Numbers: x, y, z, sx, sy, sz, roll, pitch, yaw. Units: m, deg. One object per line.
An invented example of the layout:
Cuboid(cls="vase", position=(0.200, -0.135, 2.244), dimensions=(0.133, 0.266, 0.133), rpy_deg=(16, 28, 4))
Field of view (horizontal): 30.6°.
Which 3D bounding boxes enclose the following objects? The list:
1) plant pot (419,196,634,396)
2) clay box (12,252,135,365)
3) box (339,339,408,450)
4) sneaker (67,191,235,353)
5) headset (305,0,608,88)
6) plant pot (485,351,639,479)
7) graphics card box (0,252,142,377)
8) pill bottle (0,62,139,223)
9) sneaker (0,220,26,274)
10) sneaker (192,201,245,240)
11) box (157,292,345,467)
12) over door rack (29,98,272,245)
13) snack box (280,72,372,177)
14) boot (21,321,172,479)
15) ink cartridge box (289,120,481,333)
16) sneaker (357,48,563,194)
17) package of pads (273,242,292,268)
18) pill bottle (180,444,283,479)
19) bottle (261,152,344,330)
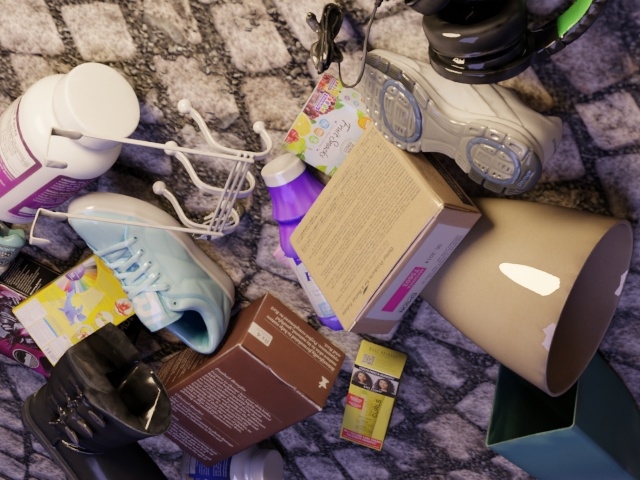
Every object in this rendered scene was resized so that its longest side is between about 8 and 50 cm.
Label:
Cuboid(cls="plant pot", position=(0.253, 0.044, 1.628), dimensions=(0.274, 0.256, 0.256), rpy_deg=(24, 142, 27))
Cuboid(cls="clay box", position=(-0.417, 0.110, 2.076), dimensions=(0.222, 0.053, 0.127), rpy_deg=(-33, 100, 8))
Cuboid(cls="box", position=(0.091, 0.276, 2.066), dimensions=(0.087, 0.058, 0.232), rpy_deg=(18, 139, 7))
Cuboid(cls="sneaker", position=(-0.268, 0.061, 1.902), dimensions=(0.135, 0.150, 0.366), rpy_deg=(-26, 133, 30))
Cuboid(cls="headset", position=(0.156, -0.307, 1.402), dimensions=(0.394, 0.185, 0.243), rpy_deg=(-25, 124, 25))
Cuboid(cls="plant pot", position=(0.409, 0.299, 1.862), dimensions=(0.165, 0.166, 0.234), rpy_deg=(-23, 128, 41))
Cuboid(cls="graphics card box", position=(-0.533, 0.150, 2.223), dimensions=(0.371, 0.094, 0.233), rpy_deg=(27, 138, -3))
Cuboid(cls="pill bottle", position=(-0.408, -0.151, 1.790), dimensions=(0.169, 0.169, 0.301), rpy_deg=(44, 136, -20))
Cuboid(cls="sneaker", position=(-0.632, -0.068, 2.060), dimensions=(0.122, 0.110, 0.283), rpy_deg=(-37, 105, 16))
Cuboid(cls="sneaker", position=(-0.158, -0.031, 1.896), dimensions=(0.109, 0.040, 0.043), rpy_deg=(-25, 150, 35))
Cuboid(cls="box", position=(-0.152, 0.260, 2.114), dimensions=(0.191, 0.143, 0.381), rpy_deg=(40, 139, -15))
Cuboid(cls="over door rack", position=(-0.255, -0.098, 1.709), dimensions=(0.324, 0.108, 0.239), rpy_deg=(-3, 151, -20))
Cuboid(cls="snack box", position=(0.016, -0.160, 1.665), dimensions=(0.100, 0.037, 0.141), rpy_deg=(29, 139, -6))
Cuboid(cls="boot", position=(-0.348, 0.350, 2.100), dimensions=(0.367, 0.146, 0.445), rpy_deg=(41, 145, -6))
Cuboid(cls="ink cartridge box", position=(0.083, -0.018, 1.606), dimensions=(0.088, 0.193, 0.235), rpy_deg=(10, 126, -43))
Cuboid(cls="sneaker", position=(0.178, -0.167, 1.525), dimensions=(0.297, 0.129, 0.111), rpy_deg=(34, 138, 21))
Cuboid(cls="package of pads", position=(-0.033, 0.011, 1.872), dimensions=(0.050, 0.032, 0.083), rpy_deg=(37, 138, -13))
Cuboid(cls="pill bottle", position=(-0.175, 0.455, 2.347), dimensions=(0.186, 0.112, 0.112), rpy_deg=(-2, 132, 28))
Cuboid(cls="bottle", position=(0.000, 0.000, 1.783), dimensions=(0.118, 0.092, 0.283), rpy_deg=(-26, 115, 2))
